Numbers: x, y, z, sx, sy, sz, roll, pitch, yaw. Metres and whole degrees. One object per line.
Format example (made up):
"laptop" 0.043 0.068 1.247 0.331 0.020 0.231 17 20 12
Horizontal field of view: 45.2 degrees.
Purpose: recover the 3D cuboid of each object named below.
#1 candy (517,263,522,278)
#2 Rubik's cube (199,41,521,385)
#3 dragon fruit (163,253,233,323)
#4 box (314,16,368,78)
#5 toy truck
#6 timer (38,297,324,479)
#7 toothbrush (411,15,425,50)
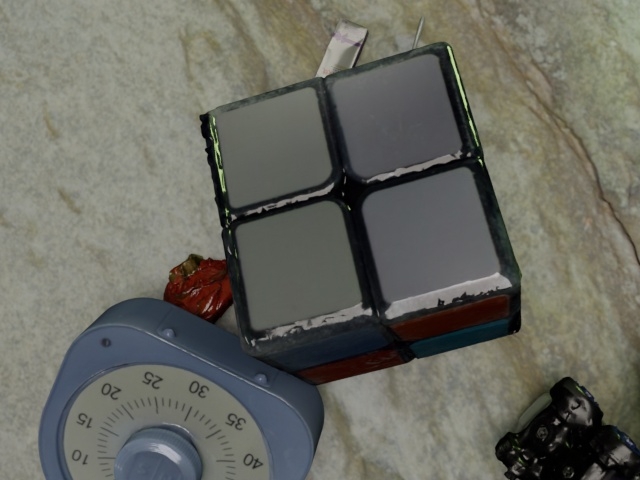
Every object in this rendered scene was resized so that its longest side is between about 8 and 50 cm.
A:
"candy" 0.153 0.069 1.146 0.287 0.084 0.078 -10 81 12
"Rubik's cube" 0.063 -0.014 0.976 0.313 0.318 0.316 -16 72 9
"dragon fruit" -0.191 0.080 1.168 0.106 0.083 0.162 45 96 5
"box" 0.030 -0.273 1.165 0.050 0.036 0.117 22 93 5
"toy truck" 0.370 0.314 1.068 0.177 0.213 0.161 31 106 -33
"timer" -0.212 0.303 1.093 0.395 0.173 0.395 1 105 6
"toothbrush" 0.140 -0.276 1.169 0.013 0.011 0.131 14 91 -17
